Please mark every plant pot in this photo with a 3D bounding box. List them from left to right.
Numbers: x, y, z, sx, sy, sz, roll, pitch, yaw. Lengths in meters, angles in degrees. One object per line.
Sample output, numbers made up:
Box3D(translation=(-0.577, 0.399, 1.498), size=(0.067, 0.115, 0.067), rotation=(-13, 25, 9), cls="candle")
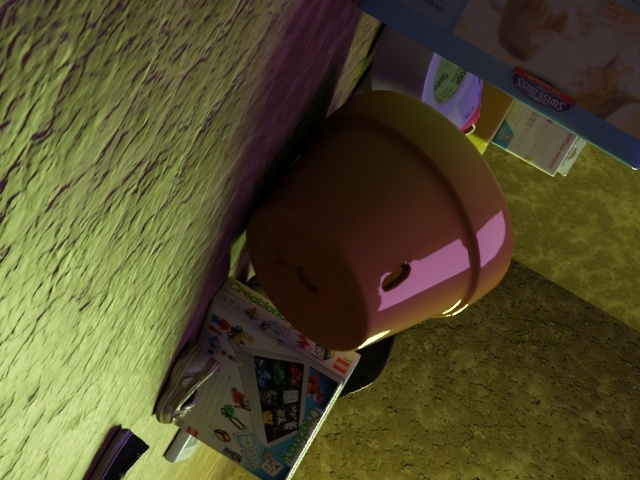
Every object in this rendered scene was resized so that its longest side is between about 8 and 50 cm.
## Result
Box3D(translation=(0.052, -0.003, 1.343), size=(0.203, 0.291, 0.291), rotation=(-37, 163, -31), cls="plant pot")
Box3D(translation=(0.253, -0.275, 2.025), size=(0.212, 0.187, 0.212), rotation=(-59, 175, -10), cls="plant pot")

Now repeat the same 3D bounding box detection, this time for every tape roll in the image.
Box3D(translation=(0.149, -0.255, 1.519), size=(0.189, 0.080, 0.189), rotation=(-48, 154, -33), cls="tape roll")

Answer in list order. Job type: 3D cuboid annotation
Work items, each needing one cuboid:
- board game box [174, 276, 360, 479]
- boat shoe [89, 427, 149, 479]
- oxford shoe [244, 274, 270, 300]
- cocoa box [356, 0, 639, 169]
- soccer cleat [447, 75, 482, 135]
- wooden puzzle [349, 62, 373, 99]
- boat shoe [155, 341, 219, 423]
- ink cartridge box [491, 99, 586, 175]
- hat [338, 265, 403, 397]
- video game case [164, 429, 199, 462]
Box3D(translation=(-0.083, 0.198, 1.500), size=(0.053, 0.193, 0.305), rotation=(-54, 173, -42), cls="board game box")
Box3D(translation=(-0.243, 0.282, 1.300), size=(0.142, 0.040, 0.049), rotation=(-61, 175, 11), cls="boat shoe")
Box3D(translation=(-0.095, 0.163, 1.604), size=(0.130, 0.123, 0.348), rotation=(-50, 170, -28), cls="oxford shoe")
Box3D(translation=(0.259, -0.285, 1.178), size=(0.228, 0.347, 0.231), rotation=(-52, 171, -50), cls="cocoa box")
Box3D(translation=(0.198, -0.222, 1.701), size=(0.109, 0.116, 0.318), rotation=(-35, -163, 51), cls="soccer cleat")
Box3D(translation=(0.067, -0.173, 1.647), size=(0.221, 0.044, 0.238), rotation=(-58, 174, -14), cls="wooden puzzle")
Box3D(translation=(-0.169, 0.190, 1.439), size=(0.056, 0.048, 0.153), rotation=(-53, 171, -50), cls="boat shoe")
Box3D(translation=(0.390, -0.184, 2.004), size=(0.092, 0.143, 0.090), rotation=(-61, 174, 22), cls="ink cartridge box")
Box3D(translation=(-0.008, 0.098, 1.861), size=(0.331, 0.134, 0.331), rotation=(-25, -133, 30), cls="hat")
Box3D(translation=(-0.185, 0.276, 1.889), size=(0.201, 0.023, 0.183), rotation=(-59, 175, -6), cls="video game case")
